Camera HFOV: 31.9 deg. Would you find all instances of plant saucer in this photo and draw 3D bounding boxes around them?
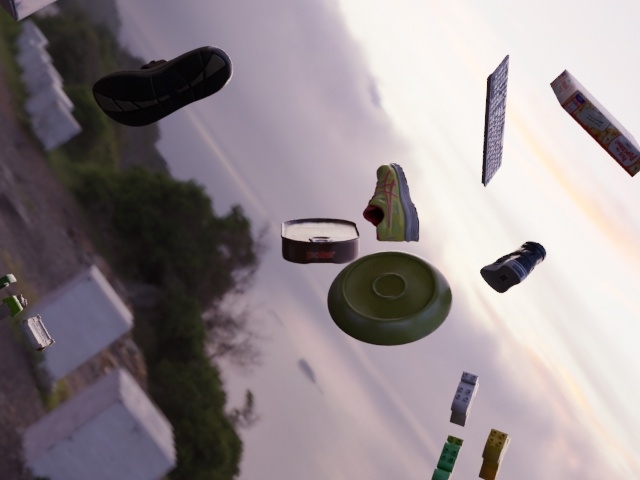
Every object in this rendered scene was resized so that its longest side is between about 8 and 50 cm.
[{"bbox_3d":[0.131,0.097,2.130,0.241,0.240,0.037,53,-21,43],"label":"plant saucer"}]

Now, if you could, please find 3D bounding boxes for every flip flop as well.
[{"bbox_3d":[-0.285,-0.291,2.049,0.080,0.277,0.112,-78,145,-58],"label":"flip flop"}]

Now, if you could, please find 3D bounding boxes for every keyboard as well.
[{"bbox_3d":[0.309,-0.206,1.973,0.014,0.072,0.256,27,-36,27],"label":"keyboard"}]

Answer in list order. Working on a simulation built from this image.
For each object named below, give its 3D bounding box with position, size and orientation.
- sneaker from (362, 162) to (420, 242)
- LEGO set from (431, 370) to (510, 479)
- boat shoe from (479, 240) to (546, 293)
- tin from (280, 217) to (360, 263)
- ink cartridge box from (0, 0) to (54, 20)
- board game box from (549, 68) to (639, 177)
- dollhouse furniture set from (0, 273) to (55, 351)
[{"bbox_3d":[0.120,-0.071,2.075,0.209,0.094,0.082,-104,-177,-52],"label":"sneaker"},{"bbox_3d":[0.164,0.250,1.248,0.087,0.227,0.093,17,-27,14],"label":"LEGO set"},{"bbox_3d":[0.378,0.051,2.182,0.065,0.083,0.183,52,-15,-2],"label":"boat shoe"},{"bbox_3d":[0.000,0.000,1.522,0.190,0.106,0.040,-94,180,-80],"label":"tin"},{"bbox_3d":[-0.330,-0.386,1.362,0.160,0.219,0.093,44,-25,23],"label":"ink cartridge box"},{"bbox_3d":[0.508,-0.216,2.046,0.193,0.045,0.147,42,19,-13],"label":"board game box"},{"bbox_3d":[-0.545,0.139,2.003,0.152,0.058,0.076,60,5,-1],"label":"dollhouse furniture set"}]
